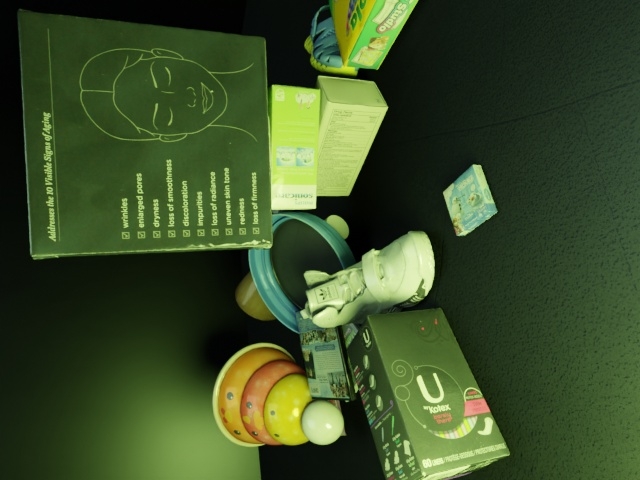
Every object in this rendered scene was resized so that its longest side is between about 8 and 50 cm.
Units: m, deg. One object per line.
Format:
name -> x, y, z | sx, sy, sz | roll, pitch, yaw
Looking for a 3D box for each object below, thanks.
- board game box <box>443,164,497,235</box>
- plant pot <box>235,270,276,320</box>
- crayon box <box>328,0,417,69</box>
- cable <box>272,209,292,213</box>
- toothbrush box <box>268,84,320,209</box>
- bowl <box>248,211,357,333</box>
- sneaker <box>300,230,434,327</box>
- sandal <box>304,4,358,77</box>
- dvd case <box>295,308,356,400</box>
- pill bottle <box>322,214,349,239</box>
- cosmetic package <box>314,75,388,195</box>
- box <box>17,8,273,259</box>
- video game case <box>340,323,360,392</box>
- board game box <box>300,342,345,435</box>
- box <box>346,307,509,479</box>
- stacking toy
board game box -> 0.254, -0.067, 0.705 | 0.090, 0.020, 0.090 | 125, 141, -59
plant pot -> -0.215, 0.174, 1.773 | 0.254, 0.237, 0.237 | -59, 35, 33
crayon box -> 0.127, -0.625, 0.891 | 0.363, 0.106, 0.313 | 129, 136, -61
cable -> -0.170, -0.241, 1.729 | 0.257, 0.089, 0.257 | 62, 143, 32
toothbrush box -> -0.092, -0.232, 1.046 | 0.206, 0.122, 0.283 | -147, 56, -66
bowl -> -0.052, 0.098, 1.212 | 0.391, 0.077, 0.391 | 18, 120, 34
sneaker -> 0.087, 0.102, 0.901 | 0.366, 0.210, 0.137 | 120, 143, -55
sandal -> 0.033, -0.559, 1.147 | 0.317, 0.126, 0.138 | -113, 33, -43
dvd case -> 0.009, 0.304, 1.120 | 0.180, 0.022, 0.252 | -24, 73, 49
pill bottle -> 0.000, 0.000, 1.252 | 0.180, 0.108, 0.107 | -39, 53, 44
cosmetic package -> 0.038, -0.262, 1.090 | 0.309, 0.160, 0.113 | 113, 148, -48
box -> -0.376, -0.210, 0.963 | 0.297, 0.472, 0.479 | -177, 85, -71
video game case -> 0.064, 0.298, 1.085 | 0.173, 0.022, 0.190 | 51, 129, 36
board game box -> 0.000, 0.498, 1.424 | 0.208, 0.056, 0.346 | 127, 138, -54
box -> 0.174, 0.276, 0.738 | 0.143, 0.165, 0.270 | 109, 151, -46
stacking toy -> -0.100, 0.518, 1.299 | 0.480, 0.351, 0.350 | -12, 80, 53
